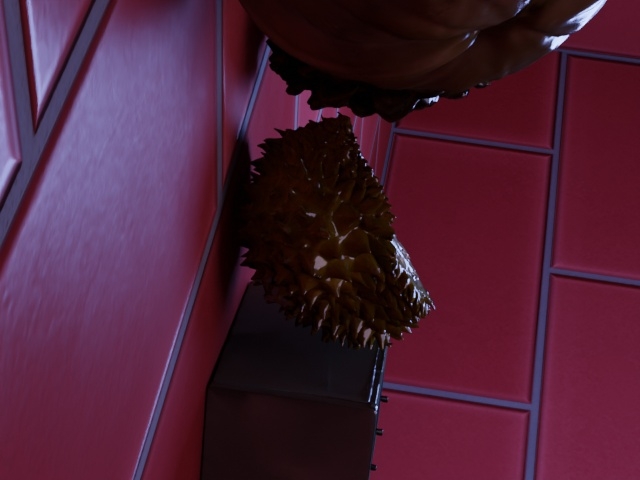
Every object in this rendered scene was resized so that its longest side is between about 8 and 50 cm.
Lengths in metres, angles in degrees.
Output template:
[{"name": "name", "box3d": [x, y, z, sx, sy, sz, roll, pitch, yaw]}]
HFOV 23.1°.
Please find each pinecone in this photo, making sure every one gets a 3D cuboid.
[{"name": "pinecone", "box3d": [0.049, -0.203, 1.313, 0.221, 0.221, 0.221, 8, 90, -85]}]

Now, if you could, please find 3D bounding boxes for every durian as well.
[{"name": "durian", "box3d": [-0.001, 0.010, 1.355, 0.138, 0.183, 0.250, -63, 145, -22]}]

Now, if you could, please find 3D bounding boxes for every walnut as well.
[{"name": "walnut", "box3d": [0.063, -0.232, 0.992, 0.296, 0.285, 0.285, 16, 81, -57]}]

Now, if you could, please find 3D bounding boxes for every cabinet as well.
[{"name": "cabinet", "box3d": [-0.015, 0.154, 1.434, 0.206, 0.150, 0.145, -73, 170, -64]}]
